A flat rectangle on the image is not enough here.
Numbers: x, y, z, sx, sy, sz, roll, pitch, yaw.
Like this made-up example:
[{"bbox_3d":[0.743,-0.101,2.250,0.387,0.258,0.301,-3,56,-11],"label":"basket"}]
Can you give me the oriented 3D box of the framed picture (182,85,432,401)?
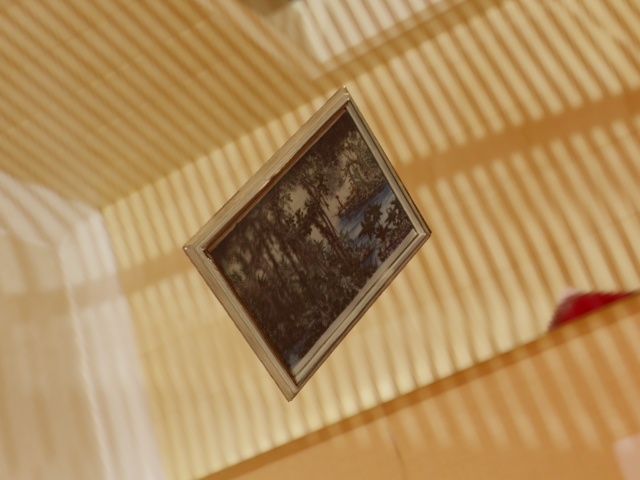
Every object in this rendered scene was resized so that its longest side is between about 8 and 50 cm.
[{"bbox_3d":[0.000,0.000,0.877,0.183,0.011,0.142,-47,-61,-29],"label":"framed picture"}]
